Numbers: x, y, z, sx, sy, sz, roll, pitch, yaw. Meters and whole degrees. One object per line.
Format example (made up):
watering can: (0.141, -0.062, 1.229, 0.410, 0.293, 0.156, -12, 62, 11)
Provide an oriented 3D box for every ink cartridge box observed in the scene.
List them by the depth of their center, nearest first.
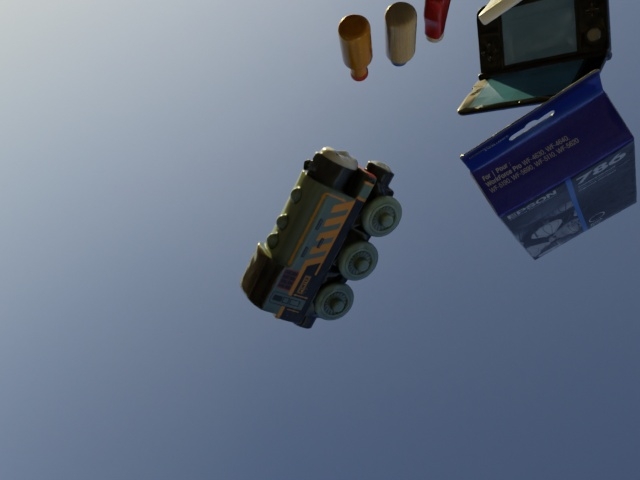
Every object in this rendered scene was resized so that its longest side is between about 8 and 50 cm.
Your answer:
ink cartridge box: (0.293, -0.069, 0.778, 0.165, 0.333, 0.065, -33, -116, 18)

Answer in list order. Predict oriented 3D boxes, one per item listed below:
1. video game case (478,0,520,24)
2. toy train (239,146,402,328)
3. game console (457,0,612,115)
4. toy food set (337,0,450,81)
video game case: (0.348, -0.423, 0.987, 0.190, 0.022, 0.173, -27, -162, 44)
toy train: (0.000, 0.000, 1.107, 0.333, 0.190, 0.142, -62, -146, 14)
game console: (0.444, -0.410, 1.359, 0.293, 0.173, 0.250, -1, -81, 40)
toy food set: (0.113, -0.312, 0.815, 0.111, 0.104, 0.232, 21, -104, 12)
